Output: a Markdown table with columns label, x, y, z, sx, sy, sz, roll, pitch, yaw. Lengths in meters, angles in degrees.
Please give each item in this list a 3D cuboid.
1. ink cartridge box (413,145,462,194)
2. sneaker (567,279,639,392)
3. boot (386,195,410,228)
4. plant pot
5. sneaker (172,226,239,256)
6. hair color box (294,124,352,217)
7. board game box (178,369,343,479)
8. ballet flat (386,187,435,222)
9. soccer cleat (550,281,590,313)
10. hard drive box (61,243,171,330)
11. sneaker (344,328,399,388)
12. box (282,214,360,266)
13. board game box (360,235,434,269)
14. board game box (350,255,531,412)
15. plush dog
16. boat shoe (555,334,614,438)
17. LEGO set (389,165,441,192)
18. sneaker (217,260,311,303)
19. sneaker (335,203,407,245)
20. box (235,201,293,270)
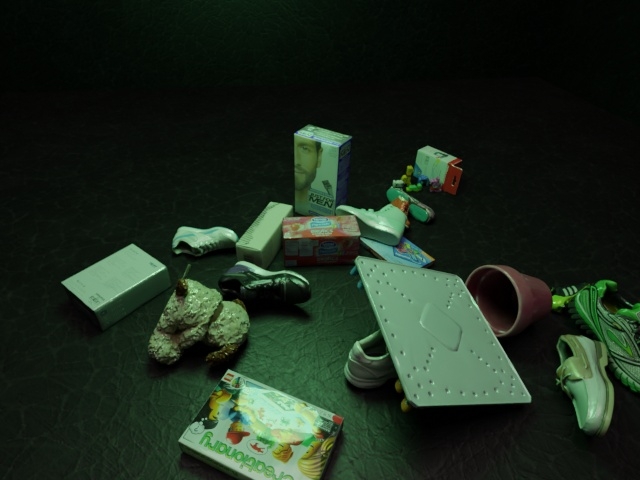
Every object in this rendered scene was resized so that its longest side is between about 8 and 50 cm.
| label | x | y | z | sx | sy | sz | roll | pitch | yaw |
| --- | --- | --- | --- | --- | --- | --- | --- | --- | --- |
| ink cartridge box | 0.534 | -0.312 | 1.788 | 0.078 | 0.134 | 0.231 | -27 | 47 | -33 |
| sneaker | 0.811 | 0.257 | 1.054 | 0.134 | 0.146 | 0.344 | -13 | 51 | -17 |
| boot | 0.315 | -0.112 | 1.553 | 0.059 | 0.084 | 0.158 | 31 | 24 | -37 |
| plant pot | 0.544 | 0.170 | 1.147 | 0.180 | 0.201 | 0.201 | 2 | 35 | -26 |
| sneaker | -0.393 | 0.010 | 1.383 | 0.228 | 0.088 | 0.092 | -1 | 45 | 8 |
| hair color box | 0.004 | -0.236 | 1.498 | 0.185 | 0.339 | 0.110 | 22 | 42 | 23 |
| board game box | -0.124 | 0.425 | 0.882 | 0.305 | 0.053 | 0.193 | 16 | 40 | 17 |
| ballet flat | 0.366 | -0.143 | 1.625 | 0.221 | 0.077 | 0.079 | 38 | 32 | 31 |
| soccer cleat | 0.768 | 0.163 | 1.256 | 0.178 | 0.060 | 0.072 | -21 | 42 | -23 |
| hard drive box | -0.603 | 0.131 | 1.205 | 0.181 | 0.089 | 0.232 | 27 | 45 | 28 |
| sneaker | 0.212 | 0.278 | 1.008 | 0.304 | 0.152 | 0.114 | -10 | 37 | -17 |
| box | 0.000 | 0.000 | 1.370 | 0.256 | 0.128 | 0.123 | -2 | 39 | -5 |
| board game box | 0.250 | 0.026 | 1.430 | 0.145 | 0.027 | 0.281 | -23 | 45 | -27 |
| board game box | 0.287 | 0.226 | 1.001 | 0.389 | 0.050 | 0.390 | 12 | 40 | -30 |
| plush dog | -0.294 | 0.204 | 1.073 | 0.225 | 0.211 | 0.263 | 27 | 39 | -12 |
| boat shoe | 0.635 | 0.345 | 0.986 | 0.103 | 0.113 | 0.302 | 18 | 30 | 21 |
| LEGO set | 0.414 | -0.271 | 1.763 | 0.227 | 0.093 | 0.087 | -2 | 38 | -5 |
| sneaker | -0.169 | 0.148 | 1.181 | 0.283 | 0.107 | 0.124 | 9 | 23 | 23 |
| sneaker | 0.189 | -0.085 | 1.469 | 0.255 | 0.094 | 0.151 | 25 | 49 | 12 |
| box | -0.185 | -0.015 | 1.395 | 0.094 | 0.113 | 0.275 | 12 | 38 | 14 |
